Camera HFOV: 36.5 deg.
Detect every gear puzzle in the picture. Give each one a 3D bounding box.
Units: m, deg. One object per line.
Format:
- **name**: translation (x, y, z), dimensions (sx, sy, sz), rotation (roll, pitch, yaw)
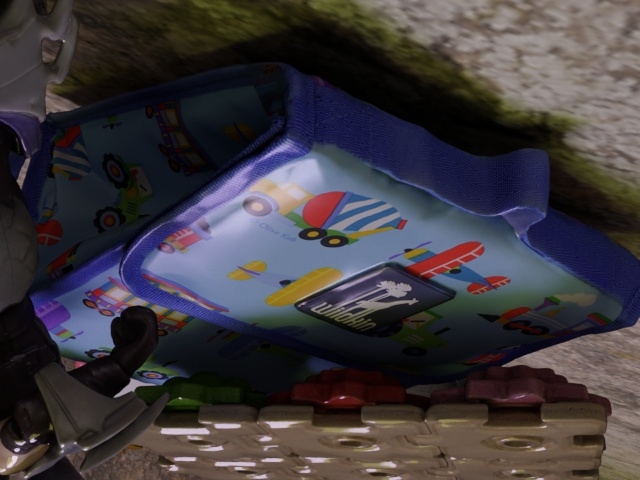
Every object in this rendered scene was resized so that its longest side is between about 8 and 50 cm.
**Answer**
- **gear puzzle**: translation (-0.019, 0.099, 0.533), dimensions (0.339, 0.044, 0.175), rotation (-3, 156, 14)

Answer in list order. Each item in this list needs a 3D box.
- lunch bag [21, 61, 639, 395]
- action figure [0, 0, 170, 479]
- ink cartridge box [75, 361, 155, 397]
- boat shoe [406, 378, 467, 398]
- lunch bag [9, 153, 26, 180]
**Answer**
- **lunch bag**: translation (0.000, 0.000, 0.492), dimensions (0.221, 0.138, 0.293), rotation (25, 154, -33)
- **action figure**: translation (-0.140, 0.007, 0.393), dimensions (0.185, 0.099, 0.285), rotation (27, 136, 27)
- **ink cartridge box**: translation (-0.171, 0.179, 1.381), dimensions (0.283, 0.117, 0.207), rotation (13, -171, 24)
- **boat shoe**: translation (0.032, 0.157, 1.161), dimensions (0.303, 0.114, 0.091), rotation (3, 166, 11)
- **lunch bag**: translation (-0.246, -0.057, 0.667), dimensions (0.067, 0.065, 0.098), rotation (18, 169, 0)
